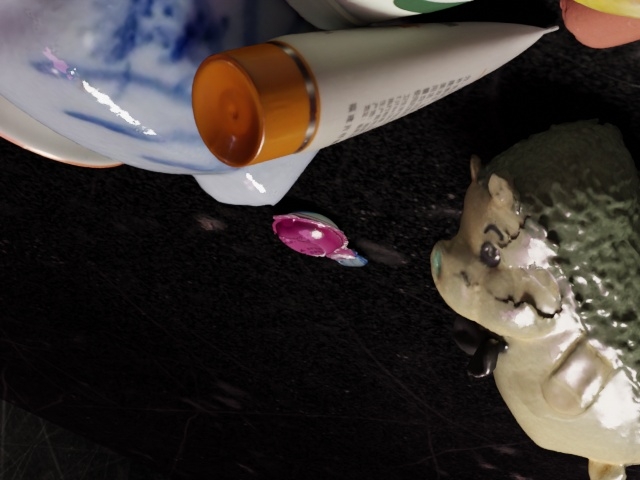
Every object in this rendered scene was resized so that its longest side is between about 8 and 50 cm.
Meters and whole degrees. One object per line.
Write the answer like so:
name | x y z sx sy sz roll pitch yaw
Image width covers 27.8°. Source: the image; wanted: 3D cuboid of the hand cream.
hand cream | 0.050 -0.129 1.022 0.314 0.089 0.140 -16 -177 -42

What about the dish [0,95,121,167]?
dish | -0.251 -0.186 1.181 0.260 0.260 0.085 29 118 -21

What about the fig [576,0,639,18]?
fig | 0.176 -0.210 0.843 0.257 0.159 0.159 -14 140 40

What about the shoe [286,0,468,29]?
shoe | -0.001 -0.268 0.890 0.160 0.131 0.363 3 155 33

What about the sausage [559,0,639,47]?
sausage | 0.249 -0.185 0.961 0.062 0.062 0.154 35 151 -32

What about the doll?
doll | 0.238 0.059 1.230 0.247 0.247 0.349 2 124 33

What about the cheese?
cheese | 0.000 0.000 1.553 0.095 0.038 0.145 -2 154 41

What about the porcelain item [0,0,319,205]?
porcelain item | -0.149 -0.190 1.020 0.178 0.242 0.405 32 176 47
